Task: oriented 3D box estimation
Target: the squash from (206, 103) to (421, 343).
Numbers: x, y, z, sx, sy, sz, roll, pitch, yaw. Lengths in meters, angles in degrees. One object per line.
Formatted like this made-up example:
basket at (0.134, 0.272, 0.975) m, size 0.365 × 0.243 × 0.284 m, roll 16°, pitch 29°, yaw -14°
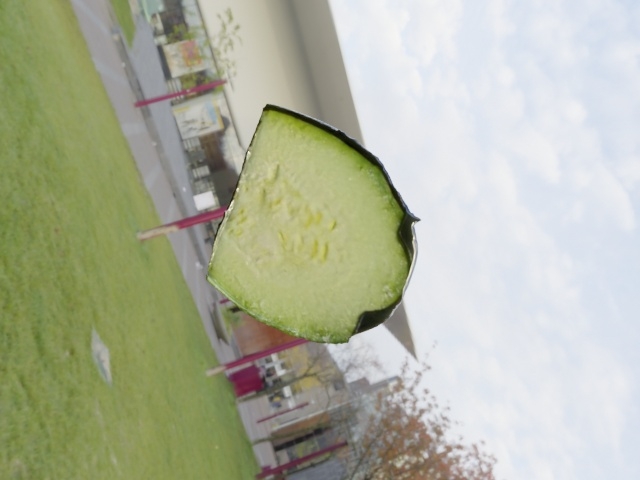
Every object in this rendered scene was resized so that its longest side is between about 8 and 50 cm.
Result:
squash at (0.008, -0.005, 0.527) m, size 0.184 × 0.085 × 0.191 m, roll 30°, pitch -69°, yaw 19°
